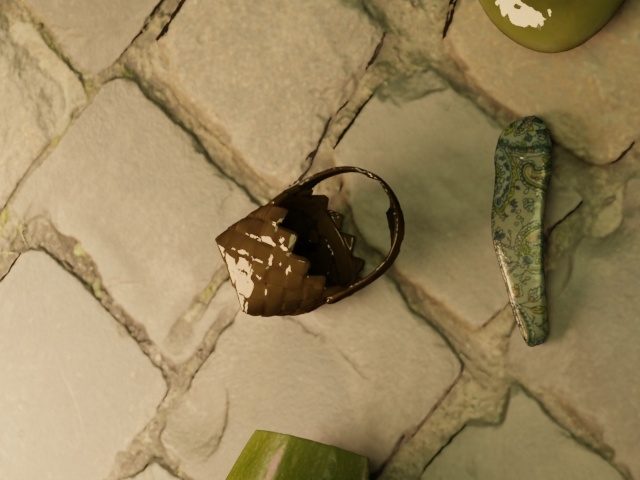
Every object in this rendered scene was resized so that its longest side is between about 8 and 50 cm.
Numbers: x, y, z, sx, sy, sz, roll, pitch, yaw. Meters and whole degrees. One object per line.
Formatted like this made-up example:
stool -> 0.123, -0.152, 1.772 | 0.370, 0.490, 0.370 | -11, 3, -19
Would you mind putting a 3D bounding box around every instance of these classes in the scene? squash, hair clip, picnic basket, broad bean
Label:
squash -> -0.024, 0.260, 1.687 | 0.170, 0.170, 0.123 | 10, 80, 26
hair clip -> 0.201, -0.010, 1.660 | 0.066, 0.036, 0.229 | -5, 84, 32
picnic basket -> 0.000, 0.000, 1.699 | 0.178, 0.138, 0.128 | -26, 78, 23
broad bean -> 0.224, -0.314, 1.624 | 0.189, 0.121, 0.263 | 11, 94, 30
